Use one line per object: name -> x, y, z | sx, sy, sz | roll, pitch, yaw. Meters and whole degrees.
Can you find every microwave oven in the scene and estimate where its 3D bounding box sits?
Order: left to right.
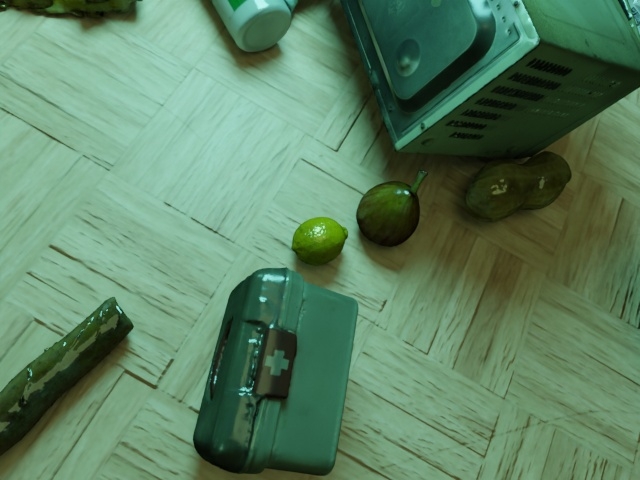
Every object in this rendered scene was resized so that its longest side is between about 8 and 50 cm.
microwave oven -> 0.203, -0.330, 0.718 | 0.333, 0.247, 0.394 | -5, 71, -35

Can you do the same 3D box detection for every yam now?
yam -> -0.301, 0.157, 0.553 | 0.057, 0.057, 0.241 | 43, 68, 4

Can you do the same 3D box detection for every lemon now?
lemon -> 0.000, 0.000, 0.677 | 0.083, 0.062, 0.062 | -16, 75, -22

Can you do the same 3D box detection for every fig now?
fig -> 0.100, -0.046, 0.684 | 0.089, 0.125, 0.089 | 7, 66, -15

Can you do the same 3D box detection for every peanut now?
peanut -> 0.291, -0.083, 0.769 | 0.193, 0.089, 0.089 | -14, 75, -22

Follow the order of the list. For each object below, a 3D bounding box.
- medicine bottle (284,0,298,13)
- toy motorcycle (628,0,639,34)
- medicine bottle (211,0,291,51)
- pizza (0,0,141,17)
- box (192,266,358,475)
medicine bottle -> -0.009, -0.442, 0.811 | 0.051, 0.051, 0.191 | 34, 85, 0
toy motorcycle -> 0.614, -0.417, 0.962 | 0.254, 0.112, 0.112 | 41, 67, 9
medicine bottle -> -0.140, -0.408, 0.772 | 0.095, 0.095, 0.260 | -26, 80, -20
pizza -> -0.473, -0.500, 0.734 | 0.435, 0.080, 0.392 | 0, 71, -15
box -> -0.048, 0.145, 0.573 | 0.129, 0.148, 0.210 | 18, 67, -19
